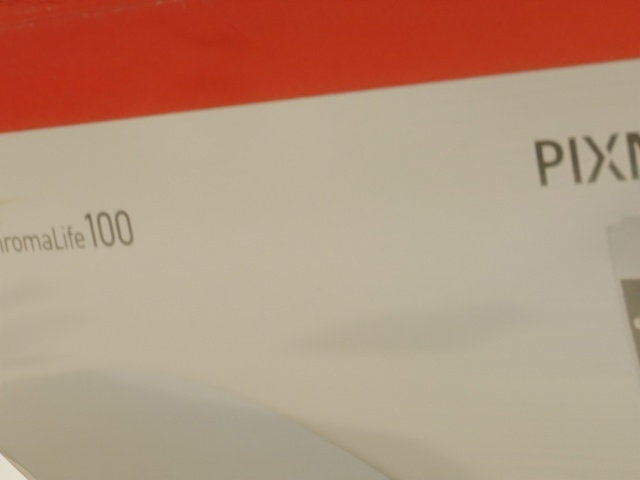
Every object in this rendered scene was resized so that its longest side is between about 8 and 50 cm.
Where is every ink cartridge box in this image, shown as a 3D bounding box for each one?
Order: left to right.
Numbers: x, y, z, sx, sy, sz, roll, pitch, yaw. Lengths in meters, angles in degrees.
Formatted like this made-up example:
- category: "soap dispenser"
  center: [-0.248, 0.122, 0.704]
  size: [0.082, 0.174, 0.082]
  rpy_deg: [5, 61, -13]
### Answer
- category: "ink cartridge box"
  center: [0.000, 0.000, 0.467]
  size: [0.308, 0.091, 0.385]
  rpy_deg: [-3, -39, 38]
